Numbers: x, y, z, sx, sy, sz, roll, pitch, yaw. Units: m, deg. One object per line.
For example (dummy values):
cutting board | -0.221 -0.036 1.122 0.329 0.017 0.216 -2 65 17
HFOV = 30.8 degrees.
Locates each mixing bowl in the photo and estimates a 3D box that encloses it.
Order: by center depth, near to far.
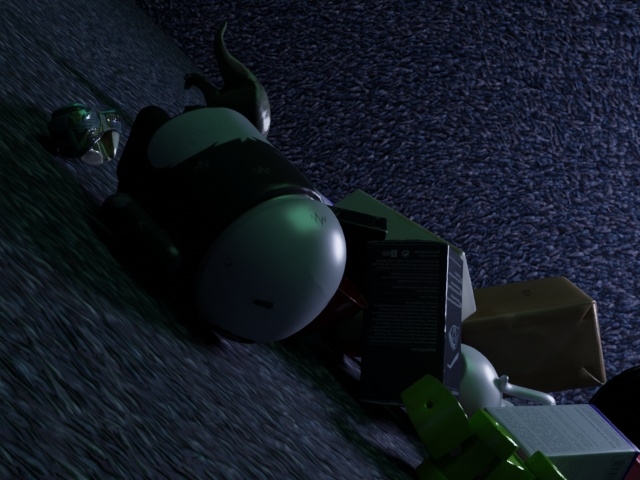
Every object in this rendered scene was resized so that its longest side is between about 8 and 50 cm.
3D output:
mixing bowl | -0.039 0.052 1.411 0.181 0.098 0.181 43 5 -5

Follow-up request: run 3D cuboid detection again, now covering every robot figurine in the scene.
robot figurine | -0.097 -0.020 1.171 0.278 0.209 0.173 47 -16 31

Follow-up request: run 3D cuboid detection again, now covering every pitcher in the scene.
pitcher | 0.228 0.221 1.651 0.207 0.178 0.125 49 30 -48

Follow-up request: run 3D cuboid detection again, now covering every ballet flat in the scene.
ballet flat | -0.258 -0.113 1.298 0.070 0.070 0.188 45 7 1

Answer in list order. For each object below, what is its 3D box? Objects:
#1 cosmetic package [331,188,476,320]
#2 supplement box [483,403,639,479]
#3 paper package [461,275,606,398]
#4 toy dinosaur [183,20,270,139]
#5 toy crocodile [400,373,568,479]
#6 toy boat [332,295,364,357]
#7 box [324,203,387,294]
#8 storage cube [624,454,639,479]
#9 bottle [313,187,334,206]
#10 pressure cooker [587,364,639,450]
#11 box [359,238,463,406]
cosmetic package | 0.143 0.043 2.215 0.309 0.113 0.160 36 -28 43
supplement box | 0.315 0.305 1.617 0.220 0.111 0.114 5 30 -37
paper package | 0.387 0.194 2.336 0.325 0.310 0.168 -93 174 -82
toy dinosaur | -0.143 -0.182 1.849 0.160 0.313 0.121 7 -7 2
toy crocodile | 0.208 0.280 1.424 0.340 0.115 0.105 40 7 -38
toy boat | 0.100 0.144 1.709 0.231 0.151 0.151 -103 177 -79
box | 0.000 0.000 1.704 0.184 0.103 0.261 12 5 3
storage cube | 0.491 0.451 1.888 0.193 0.183 0.215 49 7 34
bottle | -0.014 -0.050 2.396 0.118 0.092 0.283 49 6 31
pressure cooker | 0.684 0.458 2.242 0.375 0.370 0.420 49 0 29
box | 0.121 0.113 1.503 0.108 0.207 0.153 1 -10 15
